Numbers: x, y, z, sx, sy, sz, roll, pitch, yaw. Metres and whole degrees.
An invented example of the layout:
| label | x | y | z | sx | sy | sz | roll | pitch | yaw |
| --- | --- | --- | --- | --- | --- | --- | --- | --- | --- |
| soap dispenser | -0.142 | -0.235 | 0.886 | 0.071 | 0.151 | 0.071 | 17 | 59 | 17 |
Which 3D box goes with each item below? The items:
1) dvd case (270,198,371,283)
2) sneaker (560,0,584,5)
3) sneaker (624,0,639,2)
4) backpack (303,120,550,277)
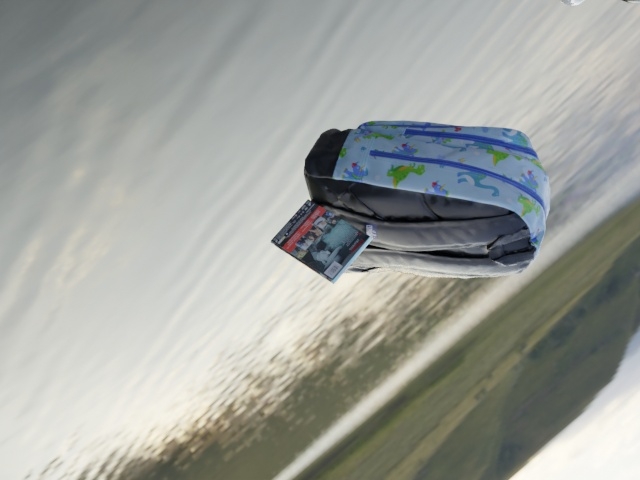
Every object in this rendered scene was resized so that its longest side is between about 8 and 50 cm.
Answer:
| label | x | y | z | sx | sy | sz | roll | pitch | yaw |
| --- | --- | --- | --- | --- | --- | --- | --- | --- | --- |
| dvd case | 0.000 | 0.000 | 1.282 | 0.087 | 0.119 | 0.013 | -49 | 149 | -17 |
| sneaker | 0.343 | -0.391 | 1.069 | 0.126 | 0.240 | 0.091 | 5 | 179 | -13 |
| sneaker | 0.334 | -0.363 | 0.939 | 0.098 | 0.083 | 0.224 | -2 | 114 | -37 |
| backpack | 0.190 | -0.061 | 1.470 | 0.273 | 0.355 | 0.290 | -56 | 147 | -30 |
